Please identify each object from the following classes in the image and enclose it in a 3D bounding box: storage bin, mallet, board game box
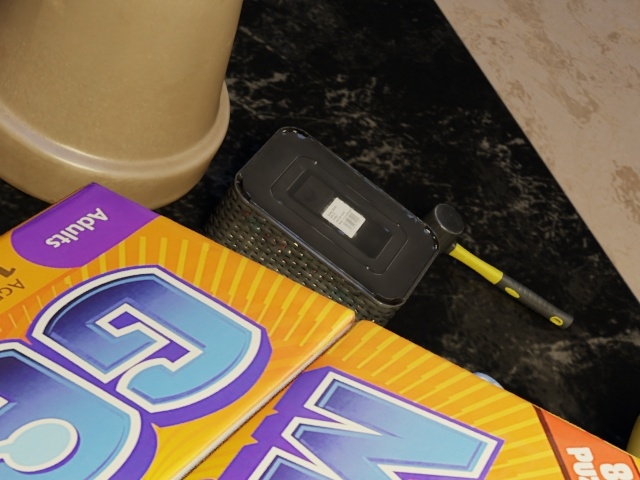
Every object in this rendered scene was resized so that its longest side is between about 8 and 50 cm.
[{"bbox_3d":[0.000,0.000,1.253,0.180,0.084,0.122,37,42,2],"label":"storage bin"},{"bbox_3d":[0.159,0.037,1.368,0.190,0.062,0.039,38,41,-21],"label":"mallet"},{"bbox_3d":[-0.099,0.252,0.684,0.356,0.356,0.356,26,38,22],"label":"board game box"}]

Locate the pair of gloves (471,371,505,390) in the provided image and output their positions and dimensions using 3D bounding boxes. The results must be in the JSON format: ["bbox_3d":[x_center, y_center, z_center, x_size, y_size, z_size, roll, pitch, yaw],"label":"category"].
[{"bbox_3d":[0.151,0.200,1.221,0.159,0.023,0.198,25,44,-13],"label":"pair of gloves"}]

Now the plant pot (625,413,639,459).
[{"bbox_3d":[0.347,0.278,1.131,0.254,0.254,0.239,30,57,-7],"label":"plant pot"}]

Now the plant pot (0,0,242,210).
[{"bbox_3d":[-0.173,-0.190,1.203,0.263,0.229,0.263,17,45,-18],"label":"plant pot"}]
